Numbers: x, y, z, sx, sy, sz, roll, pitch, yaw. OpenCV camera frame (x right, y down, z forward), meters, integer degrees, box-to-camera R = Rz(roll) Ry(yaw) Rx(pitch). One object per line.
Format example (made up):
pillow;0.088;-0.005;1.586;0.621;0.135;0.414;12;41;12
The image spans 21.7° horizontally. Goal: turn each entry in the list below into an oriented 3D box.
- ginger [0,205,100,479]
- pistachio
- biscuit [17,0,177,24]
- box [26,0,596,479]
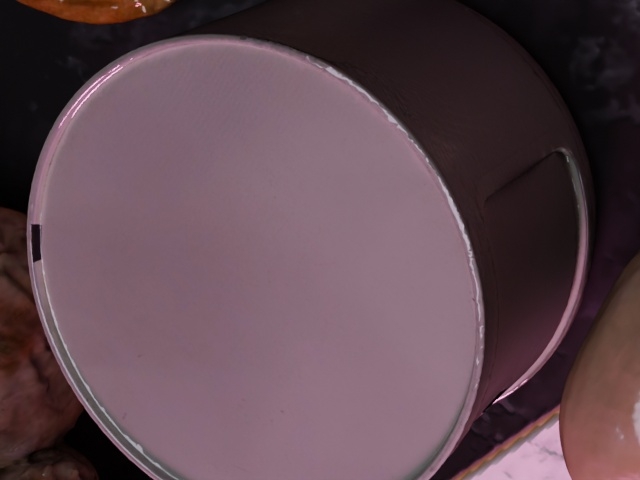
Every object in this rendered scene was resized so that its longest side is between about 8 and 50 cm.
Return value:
ginger;-0.236;0.054;0.926;0.304;0.155;0.244;31;119;18
pistachio;0.162;0.063;0.739;0.113;0.113;0.149;21;102;22
biscuit;-0.116;-0.181;0.843;0.224;0.033;0.144;5;113;28
box;0.000;0.000;0.773;0.226;0.149;0.226;11;113;26
